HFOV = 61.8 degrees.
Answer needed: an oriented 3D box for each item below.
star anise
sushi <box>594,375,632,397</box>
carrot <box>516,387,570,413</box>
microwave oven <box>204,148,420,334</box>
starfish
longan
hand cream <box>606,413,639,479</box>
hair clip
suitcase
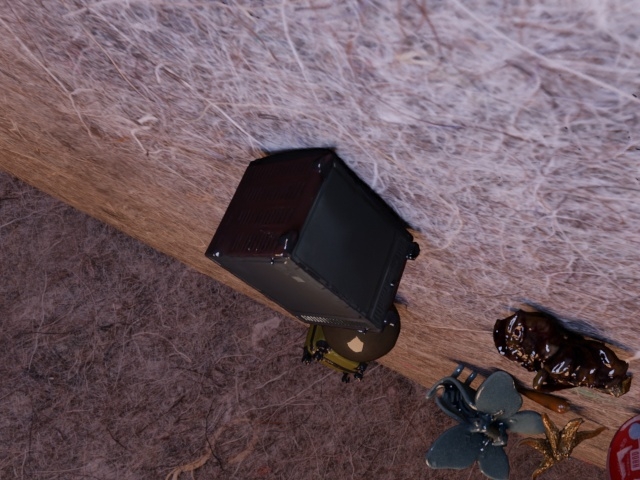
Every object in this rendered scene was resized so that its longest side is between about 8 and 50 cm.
[{"bbox_3d":[0.407,0.204,0.930,0.220,0.125,0.190,24,163,17],"label":"star anise"},{"bbox_3d":[0.573,0.284,1.080,0.055,0.052,0.120,16,174,-28],"label":"sushi"},{"bbox_3d":[0.691,0.497,1.679,0.048,0.048,0.216,30,170,-19],"label":"carrot"},{"bbox_3d":[-0.002,0.001,0.773,0.178,0.188,0.247,3,150,45],"label":"microwave oven"},{"bbox_3d":[0.752,0.620,1.658,0.293,0.301,0.084,52,-171,-38],"label":"starfish"},{"bbox_3d":[0.103,0.210,1.337,0.197,0.196,0.220,31,159,-23],"label":"longan"},{"bbox_3d":[0.798,0.530,1.232,0.149,0.230,0.230,28,166,-7],"label":"hand cream"},{"bbox_3d":[0.540,0.584,1.786,0.318,0.392,0.238,31,-169,-15],"label":"hair clip"},{"bbox_3d":[0.068,0.289,1.624,0.194,0.234,0.143,30,147,-19],"label":"suitcase"}]
